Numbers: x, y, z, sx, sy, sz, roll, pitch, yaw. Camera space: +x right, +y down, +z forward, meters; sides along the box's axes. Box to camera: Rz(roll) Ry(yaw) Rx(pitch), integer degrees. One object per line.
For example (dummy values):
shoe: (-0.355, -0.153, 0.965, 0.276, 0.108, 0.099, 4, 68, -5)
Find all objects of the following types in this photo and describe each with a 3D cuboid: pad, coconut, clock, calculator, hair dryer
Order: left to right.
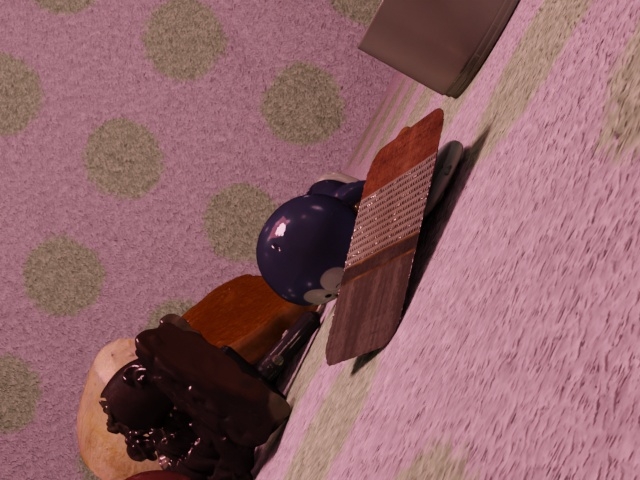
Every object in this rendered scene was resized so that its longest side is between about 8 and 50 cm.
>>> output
coconut: (-0.290, 0.328, 1.860, 0.297, 0.297, 0.255, -68, -2, -62)
hair dryer: (-0.070, 0.165, 1.535, 0.219, 0.124, 0.071, -46, -1, -22)
clock: (0.000, 0.000, 1.460, 0.200, 0.146, 0.243, -56, -2, 23)
pad: (0.069, -0.031, 0.953, 0.323, 0.055, 0.250, 106, 179, -69)
calculator: (0.119, -0.060, 1.102, 0.095, 0.021, 0.153, -62, 4, -9)

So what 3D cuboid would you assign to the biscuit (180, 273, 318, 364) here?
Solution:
biscuit: (-0.149, 0.143, 1.741, 0.358, 0.074, 0.381, -24, 11, 8)

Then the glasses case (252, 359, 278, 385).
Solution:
glasses case: (-0.132, 0.240, 1.762, 0.267, 0.103, 0.067, -66, -35, -54)

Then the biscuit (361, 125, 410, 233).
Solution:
biscuit: (0.061, -0.009, 1.183, 0.239, 0.041, 0.212, 111, 174, -61)

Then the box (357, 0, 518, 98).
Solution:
box: (0.167, -0.320, 1.383, 0.226, 0.149, 0.226, -62, 3, 6)

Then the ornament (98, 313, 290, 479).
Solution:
ornament: (-0.193, 0.256, 1.412, 0.106, 0.251, 0.260, -39, -16, -54)

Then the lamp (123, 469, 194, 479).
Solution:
lamp: (-0.203, 0.379, 1.262, 0.180, 0.180, 0.258, -64, 5, -29)

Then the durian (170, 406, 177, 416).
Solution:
durian: (-0.155, 0.308, 1.500, 0.086, 0.100, 0.215, -93, -13, -82)
